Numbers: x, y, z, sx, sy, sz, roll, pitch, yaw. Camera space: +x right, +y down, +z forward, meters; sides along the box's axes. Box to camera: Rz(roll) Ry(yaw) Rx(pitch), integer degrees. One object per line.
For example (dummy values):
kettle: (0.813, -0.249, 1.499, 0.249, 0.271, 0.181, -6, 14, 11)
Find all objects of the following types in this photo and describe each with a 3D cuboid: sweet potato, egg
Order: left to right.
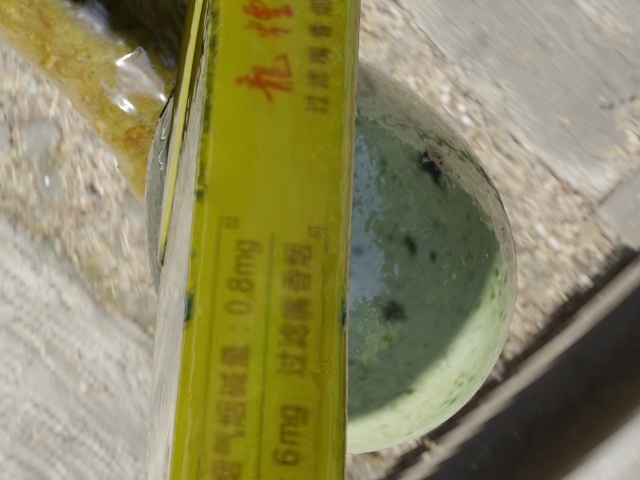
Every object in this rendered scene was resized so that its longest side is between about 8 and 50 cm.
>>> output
sweet potato: (-0.139, -0.139, 1.150, 0.130, 0.130, 0.422, -31, 107, 1)
egg: (0.000, 0.000, 0.967, 0.177, 0.177, 0.228, -29, 124, 0)

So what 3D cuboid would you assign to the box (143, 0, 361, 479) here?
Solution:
box: (-0.019, 0.026, 0.479, 0.041, 0.279, 0.153, 5, 146, -6)
